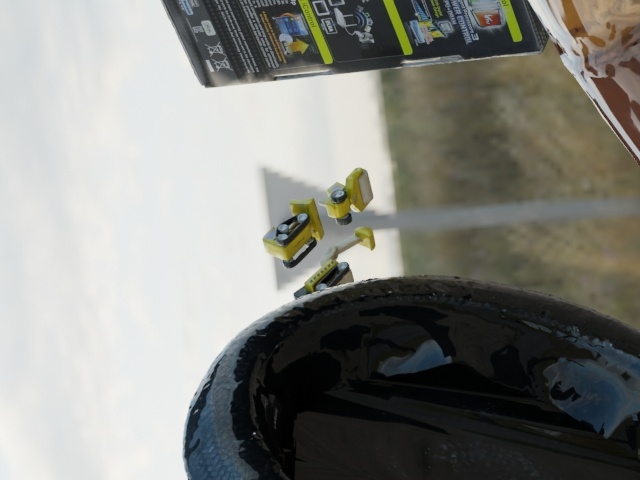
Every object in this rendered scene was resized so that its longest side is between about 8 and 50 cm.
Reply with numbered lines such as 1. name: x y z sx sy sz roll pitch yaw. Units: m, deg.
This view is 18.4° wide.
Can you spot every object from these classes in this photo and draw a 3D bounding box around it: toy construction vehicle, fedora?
1. toy construction vehicle: 0.000 0.000 1.340 0.098 0.035 0.086 -47 -45 -34
2. fedora: 0.086 0.162 1.074 0.334 0.334 0.152 -92 10 -52

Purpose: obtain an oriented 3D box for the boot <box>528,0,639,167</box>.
1. boot: 0.024 -0.099 0.498 0.280 0.096 0.264 30 169 39

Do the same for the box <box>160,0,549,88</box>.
1. box: -0.011 -0.211 1.047 0.270 0.216 0.060 65 -147 -34
